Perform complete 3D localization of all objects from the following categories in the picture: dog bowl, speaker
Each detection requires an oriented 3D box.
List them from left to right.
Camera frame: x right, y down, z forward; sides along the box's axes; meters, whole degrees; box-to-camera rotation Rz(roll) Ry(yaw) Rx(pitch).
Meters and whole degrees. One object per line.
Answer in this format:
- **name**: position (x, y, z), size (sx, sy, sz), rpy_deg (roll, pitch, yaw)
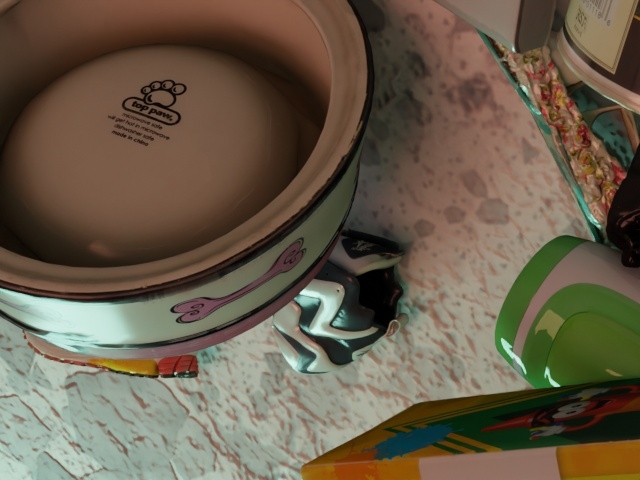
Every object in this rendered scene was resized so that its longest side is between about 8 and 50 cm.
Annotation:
- **dog bowl**: position (-0.150, -0.077, 1.555), size (0.408, 0.408, 0.150), rpy_deg (27, 152, 26)
- **speaker**: position (0.279, 0.112, 1.373), size (0.296, 0.131, 0.131), rpy_deg (32, 124, 27)

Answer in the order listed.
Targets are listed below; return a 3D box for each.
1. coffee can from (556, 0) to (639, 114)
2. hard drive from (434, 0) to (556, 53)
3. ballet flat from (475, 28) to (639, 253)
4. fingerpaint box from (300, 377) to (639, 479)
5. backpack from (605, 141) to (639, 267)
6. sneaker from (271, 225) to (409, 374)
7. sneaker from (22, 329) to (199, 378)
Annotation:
- **coffee can**: position (0.295, -0.234, 1.261), size (0.201, 0.201, 0.275), rpy_deg (29, 123, 25)
- **hard drive**: position (0.077, -0.301, 1.434), size (0.307, 0.040, 0.203), rpy_deg (40, 137, 41)
- **ballet flat**: position (0.205, -0.102, 1.472), size (0.077, 0.091, 0.241), rpy_deg (-30, 92, 10)
- **fingerpaint box**: position (0.224, 0.329, 1.313), size (0.371, 0.163, 0.445), rpy_deg (-12, 98, 43)
- **backpack**: position (0.322, -0.028, 1.365), size (0.182, 0.115, 0.152), rpy_deg (22, 97, 26)
- **sneaker**: position (0.000, 0.000, 1.645), size (0.153, 0.094, 0.235), rpy_deg (-20, 94, 39)
- **sneaker**: position (-0.207, 0.084, 1.853), size (0.225, 0.088, 0.093), rpy_deg (5, 89, 36)
